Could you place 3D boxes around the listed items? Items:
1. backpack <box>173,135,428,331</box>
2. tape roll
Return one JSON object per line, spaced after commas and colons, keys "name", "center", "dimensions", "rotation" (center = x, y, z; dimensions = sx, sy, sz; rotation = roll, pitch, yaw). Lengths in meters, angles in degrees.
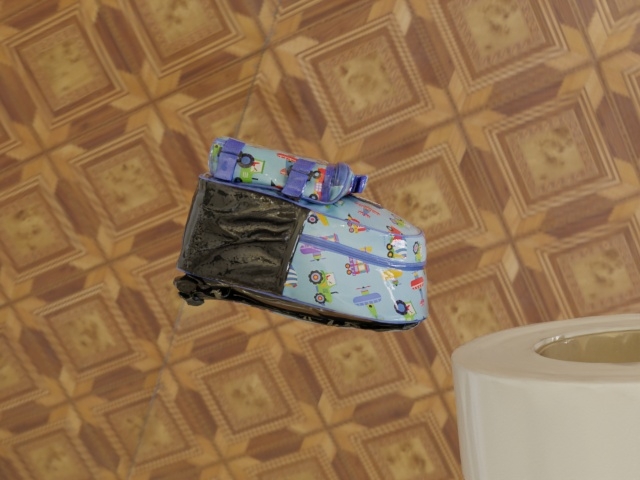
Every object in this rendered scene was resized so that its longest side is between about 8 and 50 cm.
{"name": "backpack", "center": [0.000, 0.000, 0.690], "dimensions": [0.173, 0.158, 0.116], "rotation": [14, 95, 6]}
{"name": "tape roll", "center": [0.247, 0.126, 0.754], "dimensions": [0.286, 0.286, 0.100], "rotation": [-6, 94, 13]}
